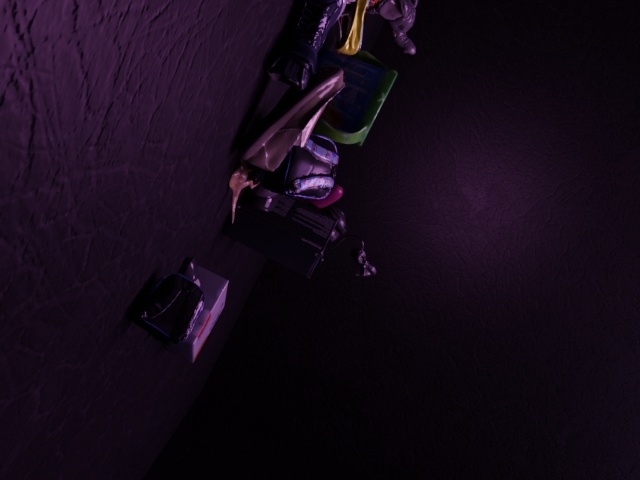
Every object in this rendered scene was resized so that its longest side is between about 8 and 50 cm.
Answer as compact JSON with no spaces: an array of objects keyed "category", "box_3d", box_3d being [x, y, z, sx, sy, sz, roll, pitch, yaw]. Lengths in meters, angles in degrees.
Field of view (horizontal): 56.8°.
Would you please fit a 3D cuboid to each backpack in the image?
[{"category":"backpack","box_3d":[-0.043,-0.173,1.348,0.173,0.117,0.158,4,96,-51]},{"category":"backpack","box_3d":[-0.276,0.122,1.076,0.084,0.105,0.114,-25,-148,51]}]

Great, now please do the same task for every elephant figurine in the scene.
[{"category":"elephant figurine","box_3d":[0.219,-0.698,1.755,0.169,0.239,0.186,-63,180,-1]}]

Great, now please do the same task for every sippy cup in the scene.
[{"category":"sippy cup","box_3d":[0.071,-0.425,1.702,0.240,0.224,0.305,-62,180,22]}]

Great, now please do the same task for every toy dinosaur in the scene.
[{"category":"toy dinosaur","box_3d":[-0.181,-0.138,1.348,0.092,0.053,0.183,-37,151,-55]}]

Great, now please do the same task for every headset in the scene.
[{"category":"headset","box_3d":[0.000,0.000,1.835,0.394,0.185,0.243,22,-111,46]}]

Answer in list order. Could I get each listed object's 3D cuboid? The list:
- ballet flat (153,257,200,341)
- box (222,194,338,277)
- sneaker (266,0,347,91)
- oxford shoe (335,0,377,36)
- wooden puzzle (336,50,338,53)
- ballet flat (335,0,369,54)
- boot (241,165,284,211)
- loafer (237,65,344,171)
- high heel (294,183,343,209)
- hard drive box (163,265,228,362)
[{"category":"ballet flat","box_3d":[-0.300,0.137,1.296,0.203,0.074,0.074,-63,180,6]},{"category":"box","box_3d":[-0.105,-0.036,1.611,0.103,0.261,0.184,-63,180,32]},{"category":"sneaker","box_3d":[-0.026,-0.381,1.097,0.226,0.086,0.163,120,-5,-60]},{"category":"oxford shoe","box_3d":[0.124,-0.665,1.593,0.271,0.098,0.097,-63,180,9]},{"category":"wooden puzzle","box_3d":[0.066,-0.654,2.016,0.049,0.006,0.083,-63,180,-26]},{"category":"ballet flat","box_3d":[0.080,-0.596,1.527,0.077,0.077,0.231,50,-41,49]},{"category":"boot","box_3d":[-0.098,-0.225,1.549,0.338,0.118,0.223,-77,-173,-67]},{"category":"loafer","box_3d":[-0.049,-0.244,1.200,0.268,0.092,0.102,-40,-149,9]},{"category":"high heel","box_3d":[-0.085,-0.077,1.759,0.377,0.127,0.181,-8,-123,52]},{"category":"hard drive box","box_3d":[-0.318,0.192,1.497,0.181,0.089,0.232,-64,180,-24]}]
